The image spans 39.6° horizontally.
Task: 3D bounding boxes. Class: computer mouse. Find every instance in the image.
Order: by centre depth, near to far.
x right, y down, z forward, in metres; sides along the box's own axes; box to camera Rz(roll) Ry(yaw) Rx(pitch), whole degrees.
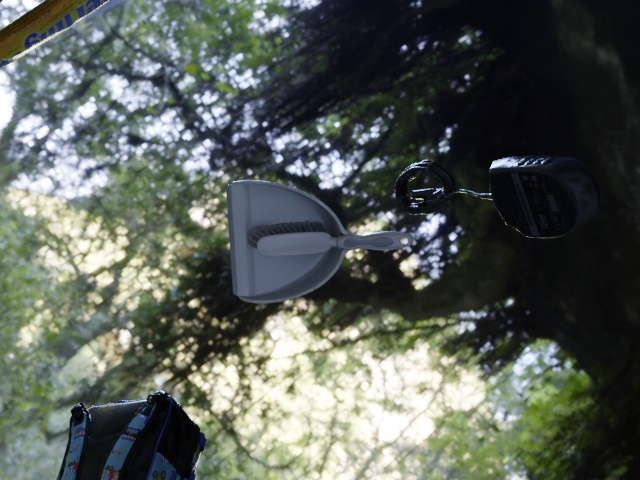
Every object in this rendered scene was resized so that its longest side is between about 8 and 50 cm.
[{"bbox_3d":[0.154,-0.046,0.804,0.242,0.041,0.071,9,-53,54],"label":"computer mouse"}]

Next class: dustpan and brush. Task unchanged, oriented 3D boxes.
[{"bbox_3d":[0.000,0.000,1.033,0.060,0.211,0.147,-116,-157,-76],"label":"dustpan and brush"}]

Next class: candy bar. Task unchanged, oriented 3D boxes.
[{"bbox_3d":[-0.174,-0.157,0.606,0.018,0.161,0.040,57,-3,1],"label":"candy bar"}]

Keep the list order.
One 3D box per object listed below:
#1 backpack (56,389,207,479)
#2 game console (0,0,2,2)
[{"bbox_3d":[-0.226,0.275,1.020,0.158,0.173,0.117,-13,-47,25],"label":"backpack"},{"bbox_3d":[-0.294,-0.151,0.383,0.342,0.386,0.060,25,-34,20],"label":"game console"}]
